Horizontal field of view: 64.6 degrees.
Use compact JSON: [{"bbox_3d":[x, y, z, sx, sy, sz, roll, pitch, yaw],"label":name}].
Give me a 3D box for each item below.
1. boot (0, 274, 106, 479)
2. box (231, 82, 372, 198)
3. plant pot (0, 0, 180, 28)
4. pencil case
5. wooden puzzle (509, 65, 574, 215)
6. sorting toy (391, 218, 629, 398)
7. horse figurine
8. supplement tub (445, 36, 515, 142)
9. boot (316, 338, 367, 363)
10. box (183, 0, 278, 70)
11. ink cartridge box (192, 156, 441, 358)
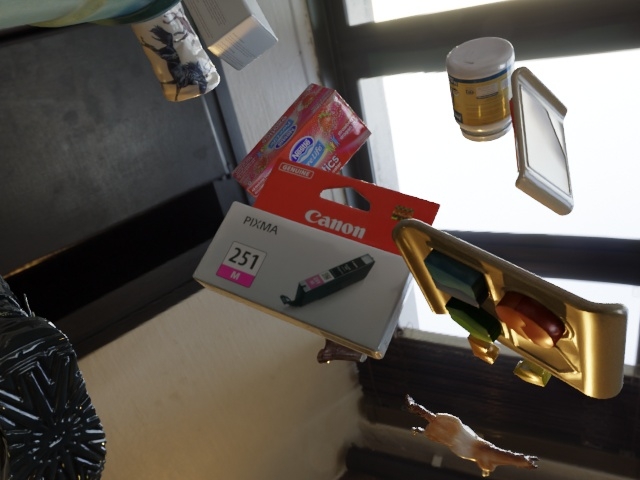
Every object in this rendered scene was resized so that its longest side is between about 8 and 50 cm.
[{"bbox_3d":[-0.427,0.202,0.695,0.260,0.347,0.131,20,-153,33],"label":"boot"},{"bbox_3d":[-0.040,-0.176,1.026,0.257,0.128,0.122,-48,-147,1],"label":"box"},{"bbox_3d":[-0.279,-0.259,0.284,0.341,0.341,0.334,3,-145,26],"label":"plant pot"},{"bbox_3d":[-0.407,-0.548,1.285,0.160,0.410,0.183,-25,-139,-3],"label":"pencil case"},{"bbox_3d":[0.425,-0.185,0.982,0.221,0.238,0.044,18,161,-40],"label":"wooden puzzle"},{"bbox_3d":[0.212,0.107,0.571,0.229,0.307,0.041,26,-109,40],"label":"sorting toy"},{"bbox_3d":[0.287,0.412,1.046,0.263,0.174,0.066,31,-114,12],"label":"horse figurine"},{"bbox_3d":[0.372,-0.341,1.160,0.145,0.199,0.144,-13,-136,12],"label":"supplement tub"},{"bbox_3d":[0.058,0.208,1.032,0.114,0.037,0.106,-16,-149,36],"label":"boot"},{"bbox_3d":[-0.140,-0.348,0.799,0.087,0.101,0.102,-31,168,16],"label":"box"},{"bbox_3d":[0.000,0.000,0.698,0.275,0.060,0.238,19,-108,19],"label":"ink cartridge box"}]
